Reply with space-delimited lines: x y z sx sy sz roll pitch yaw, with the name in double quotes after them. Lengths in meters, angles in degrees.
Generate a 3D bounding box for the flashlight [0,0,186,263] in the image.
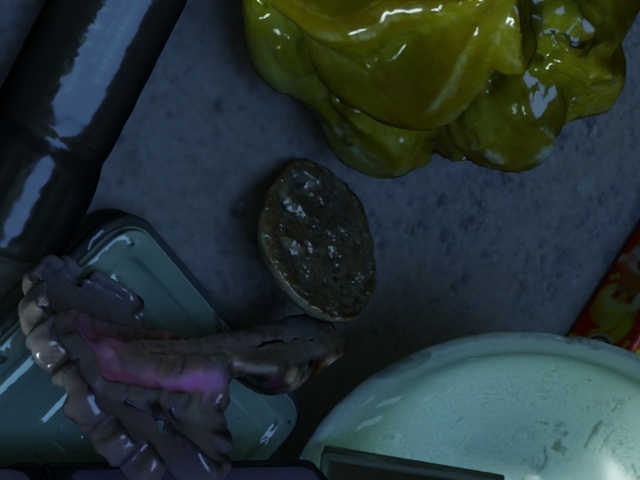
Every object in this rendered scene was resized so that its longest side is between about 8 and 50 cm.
-0.123 -0.175 0.624 0.103 0.103 0.423 26 91 -36 "flashlight"

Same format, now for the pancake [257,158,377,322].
0.000 0.000 0.768 0.140 0.022 0.139 20 60 -40 "pancake"

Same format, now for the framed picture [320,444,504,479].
0.068 0.273 0.785 0.015 0.150 0.203 -53 147 -69 "framed picture"

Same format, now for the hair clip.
-0.085 0.087 0.652 0.069 0.173 0.300 -49 152 20 "hair clip"

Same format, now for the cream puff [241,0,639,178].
0.121 -0.178 0.685 0.291 0.257 0.324 -53 129 -7 "cream puff"

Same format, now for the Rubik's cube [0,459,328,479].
-0.122 0.368 0.579 0.362 0.359 0.363 5 111 -31 "Rubik's cube"

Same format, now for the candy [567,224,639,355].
0.390 0.064 1.043 0.146 0.088 0.276 39 82 -34 "candy"

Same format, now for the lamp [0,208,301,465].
-0.167 0.150 0.718 0.269 0.047 0.266 -47 126 -15 "lamp"

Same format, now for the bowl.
0.194 0.249 0.859 0.196 0.435 0.434 -54 144 -67 "bowl"
